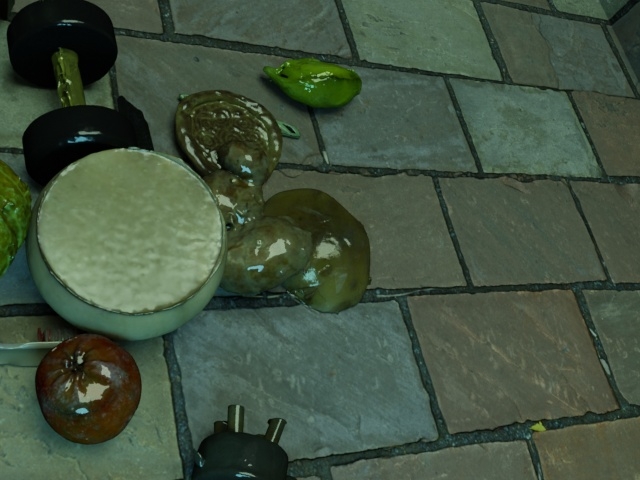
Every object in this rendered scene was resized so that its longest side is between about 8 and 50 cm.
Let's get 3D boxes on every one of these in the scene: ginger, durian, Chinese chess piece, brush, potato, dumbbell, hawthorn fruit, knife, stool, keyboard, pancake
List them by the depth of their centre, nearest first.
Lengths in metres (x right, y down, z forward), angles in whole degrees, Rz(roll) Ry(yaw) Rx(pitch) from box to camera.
[{"bbox_3d":[-0.367,0.241,1.303,0.173,0.173,0.172,15,56,-22],"label":"hawthorn fruit"},{"bbox_3d":[-0.494,0.174,1.334,0.321,0.060,0.050,2,49,-30],"label":"brush"},{"bbox_3d":[-0.123,0.383,1.380,0.228,0.153,0.139,61,29,-45],"label":"stool"},{"bbox_3d":[-0.326,0.003,1.392,0.338,0.140,0.338,8,63,-15],"label":"Chinese chess piece"},{"bbox_3d":[-0.466,-0.271,1.527,0.204,0.204,0.322,-2,64,-31],"label":"dumbbell"},{"bbox_3d":[-0.162,-0.039,1.579,0.245,0.155,0.304,-24,81,2],"label":"ginger"},{"bbox_3d":[-0.351,-0.163,1.611,0.106,0.016,0.262,44,27,-64],"label":"keyboard"},{"bbox_3d":[0.000,0.000,1.699,0.239,0.116,0.299,-14,68,-31],"label":"potato"},{"bbox_3d":[-0.194,-0.220,1.752,0.250,0.031,0.250,13,62,-26],"label":"pancake"},{"bbox_3d":[-0.177,-0.276,1.819,0.293,0.020,0.043,13,55,-24],"label":"knife"},{"bbox_3d":[-0.007,-0.372,1.930,0.250,0.101,0.139,-7,31,-33],"label":"durian"}]

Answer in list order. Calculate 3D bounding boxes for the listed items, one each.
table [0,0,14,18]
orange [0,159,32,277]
[{"bbox_3d":[-0.655,-0.484,1.537,0.122,0.240,0.111,23,72,-16],"label":"table"},{"bbox_3d":[-0.594,-0.014,1.245,0.223,0.300,0.301,43,80,-26],"label":"orange"}]
